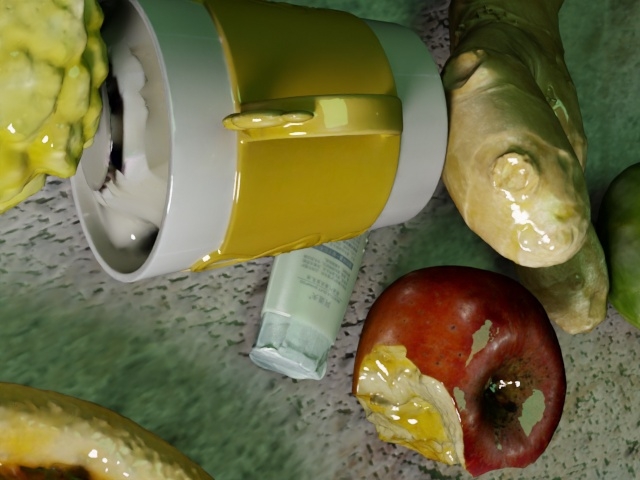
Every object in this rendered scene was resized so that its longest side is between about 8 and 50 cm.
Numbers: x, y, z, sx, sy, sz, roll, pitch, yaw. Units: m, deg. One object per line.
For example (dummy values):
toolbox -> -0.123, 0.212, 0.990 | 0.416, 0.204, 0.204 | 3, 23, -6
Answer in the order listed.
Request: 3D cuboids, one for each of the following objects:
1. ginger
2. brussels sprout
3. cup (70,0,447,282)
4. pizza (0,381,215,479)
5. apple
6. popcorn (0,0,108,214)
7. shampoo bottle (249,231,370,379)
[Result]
ginger -> 0.148, -0.115, 0.969 | 0.363, 0.122, 0.348 | 21, 53, -63
brussels sprout -> 0.326, 0.015, 1.118 | 0.180, 0.144, 0.161 | 33, 25, -18
cup -> -0.031, -0.072, 0.790 | 0.226, 0.241, 0.186 | -5, 95, -31
pizza -> -0.135, 0.210, 0.774 | 0.365, 0.074, 0.182 | 45, 49, -20
apple -> 0.099, 0.093, 0.920 | 0.156, 0.158, 0.147 | 26, 81, -31
popcorn -> -0.227, -0.150, 0.683 | 0.173, 0.225, 0.286 | -27, 99, -40
shampoo bottle -> 0.000, 0.000, 0.932 | 0.072, 0.049, 0.212 | 33, 62, -30
